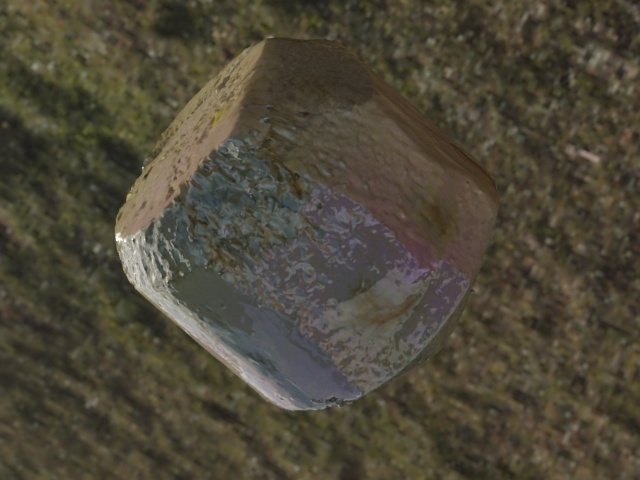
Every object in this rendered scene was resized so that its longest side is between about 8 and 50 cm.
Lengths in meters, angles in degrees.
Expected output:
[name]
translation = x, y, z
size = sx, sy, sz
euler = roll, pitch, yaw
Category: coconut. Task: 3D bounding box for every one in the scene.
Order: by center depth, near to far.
[coconut]
translation = 0.000, 0.000, 0.485
size = 0.122, 0.116, 0.116
euler = 38, 157, -21
